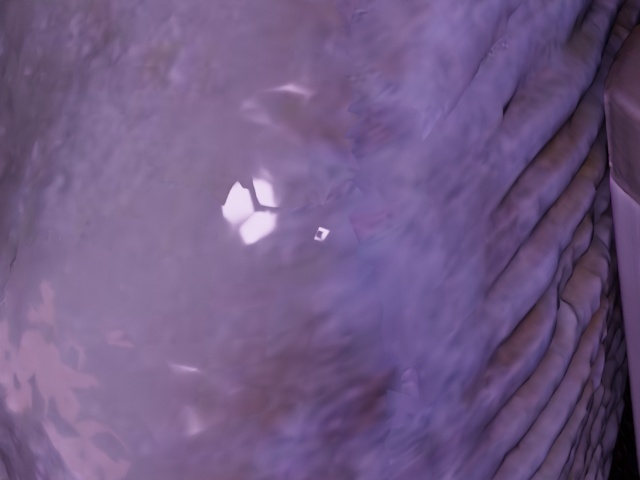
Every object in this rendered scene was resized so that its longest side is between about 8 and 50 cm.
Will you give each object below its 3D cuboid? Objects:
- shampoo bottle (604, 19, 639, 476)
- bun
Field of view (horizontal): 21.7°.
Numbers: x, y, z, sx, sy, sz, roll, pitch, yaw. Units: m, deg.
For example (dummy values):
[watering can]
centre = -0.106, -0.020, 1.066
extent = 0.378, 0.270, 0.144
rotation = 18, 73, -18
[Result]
[shampoo bottle]
centre = 0.136, 0.010, 0.534
extent = 0.056, 0.086, 0.227
rotation = 45, 163, 35
[bun]
centre = 0.000, 0.000, 0.574
extent = 0.362, 0.211, 0.361
rotation = 3, -90, -70
